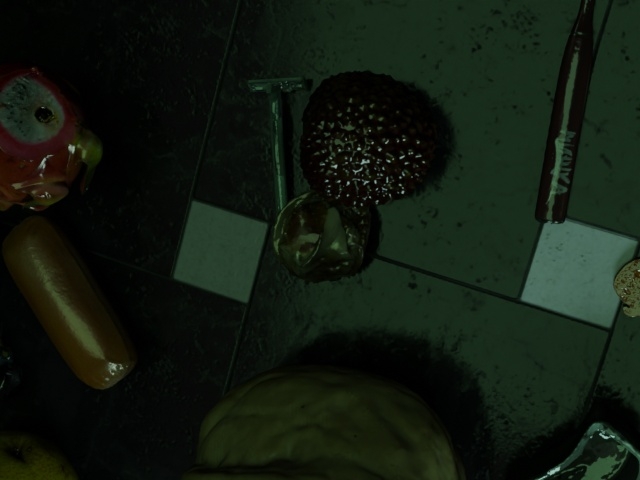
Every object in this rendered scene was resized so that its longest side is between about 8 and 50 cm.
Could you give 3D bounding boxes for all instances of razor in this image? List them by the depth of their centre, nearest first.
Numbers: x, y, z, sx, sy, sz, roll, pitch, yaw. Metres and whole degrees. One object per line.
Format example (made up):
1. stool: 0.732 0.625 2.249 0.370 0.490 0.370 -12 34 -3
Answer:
1. razor: -0.057 -0.118 1.379 0.084 0.036 0.211 -1 94 19

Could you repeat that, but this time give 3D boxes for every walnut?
1. walnut: 0.001 0.335 1.257 0.381 0.381 0.381 1 95 16

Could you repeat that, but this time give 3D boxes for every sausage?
1. sausage: -0.365 0.090 1.455 0.105 0.105 0.274 -35 85 16

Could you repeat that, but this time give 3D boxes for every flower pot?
1. flower pot: 0.311 0.316 1.272 0.229 0.108 0.103 -44 82 16

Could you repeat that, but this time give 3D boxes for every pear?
1. pear: -0.453 0.376 1.456 0.209 0.209 0.208 1 95 16

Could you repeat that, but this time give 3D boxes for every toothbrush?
1. toothbrush: 0.318 -0.199 1.259 0.041 0.041 0.363 10 98 15

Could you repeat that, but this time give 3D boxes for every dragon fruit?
1. dragon fruit: -0.421 -0.139 1.396 0.224 0.227 0.224 4 77 -16

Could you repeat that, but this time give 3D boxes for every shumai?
1. shumai: -0.004 0.000 1.328 0.146 0.116 0.145 1 99 7

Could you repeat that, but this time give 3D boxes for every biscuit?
1. biscuit: 0.416 0.067 1.266 0.091 0.015 0.078 44 106 9

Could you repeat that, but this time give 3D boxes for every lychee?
1. lychee: 0.060 -0.128 1.272 0.188 0.188 0.188 1 95 16

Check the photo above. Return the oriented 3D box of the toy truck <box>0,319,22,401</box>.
1. toy truck: -0.576 0.191 1.517 0.224 0.147 0.165 -39 57 16
